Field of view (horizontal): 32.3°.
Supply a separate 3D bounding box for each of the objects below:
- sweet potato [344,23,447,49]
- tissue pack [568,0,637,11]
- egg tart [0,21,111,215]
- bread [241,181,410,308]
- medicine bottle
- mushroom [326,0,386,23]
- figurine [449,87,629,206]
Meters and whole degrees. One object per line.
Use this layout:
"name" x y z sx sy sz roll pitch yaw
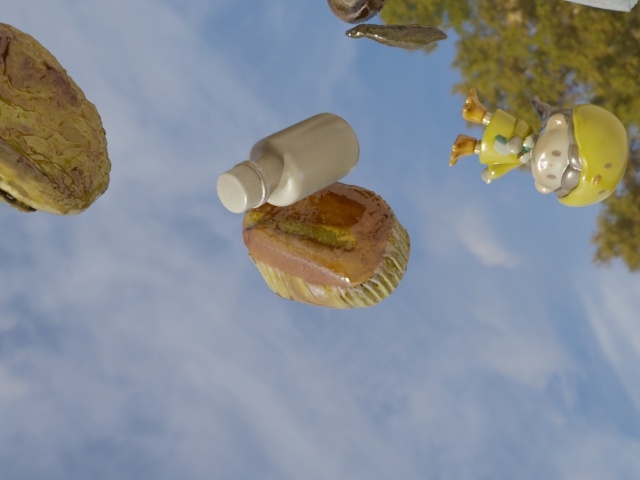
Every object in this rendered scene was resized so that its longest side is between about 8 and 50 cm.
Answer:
"sweet potato" 0.113 -0.303 1.637 0.153 0.041 0.038 3 -96 -1
"tissue pack" 0.254 -0.305 1.093 0.112 0.051 0.156 5 -121 -20
"egg tart" -0.442 -0.158 1.563 0.341 0.129 0.341 41 -154 -25
"bread" 0.000 0.000 1.893 0.204 0.288 0.156 -67 -27 -15
"medicine bottle" -0.053 -0.115 1.731 0.252 0.114 0.114 -30 -100 -43
"mushroom" 0.063 -0.425 1.855 0.085 0.126 0.109 -47 -58 -41
"figurine" 0.446 -0.192 2.224 0.343 0.215 0.187 16 -137 6
